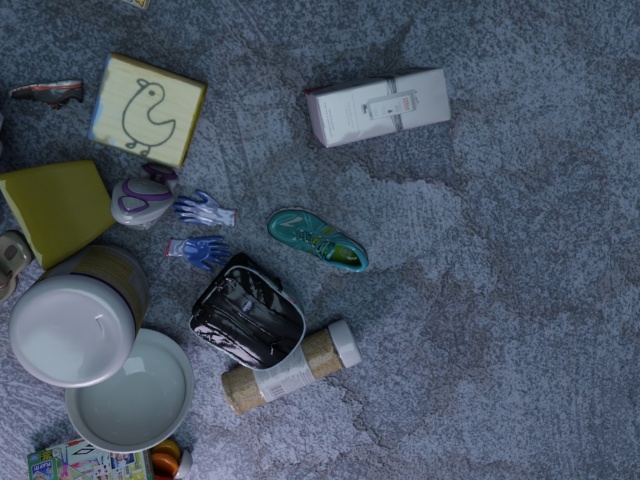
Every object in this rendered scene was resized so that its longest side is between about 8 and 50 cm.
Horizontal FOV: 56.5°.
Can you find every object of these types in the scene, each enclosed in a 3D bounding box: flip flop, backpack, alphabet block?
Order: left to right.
[{"bbox_3d":[-0.734,0.070,1.348,0.112,0.080,0.277,48,129,-12],"label":"flip flop"},{"bbox_3d":[-0.366,-0.282,1.291,0.197,0.193,0.192,17,104,-12],"label":"alphabet block"},{"bbox_3d":[-0.163,0.179,1.447,0.254,0.191,0.225,38,100,-8],"label":"backpack"}]

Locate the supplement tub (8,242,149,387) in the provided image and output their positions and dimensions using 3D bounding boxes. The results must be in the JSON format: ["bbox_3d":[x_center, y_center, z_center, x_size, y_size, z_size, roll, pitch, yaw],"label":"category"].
[{"bbox_3d":[-0.511,0.146,1.316,0.241,0.331,0.240,-2,105,-7],"label":"supplement tub"}]

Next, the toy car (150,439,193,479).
[{"bbox_3d":[-0.431,0.621,1.561,0.159,0.136,0.181,22,101,-14],"label":"toy car"}]

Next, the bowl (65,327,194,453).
[{"bbox_3d":[-0.455,0.376,1.462,0.298,0.134,0.297,3,62,-6],"label":"bowl"}]

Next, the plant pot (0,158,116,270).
[{"bbox_3d":[-0.568,-0.080,1.315,0.187,0.212,0.212,-27,106,-20],"label":"plant pot"}]

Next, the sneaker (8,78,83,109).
[{"bbox_3d":[-0.604,-0.318,1.318,0.158,0.061,0.064,-8,113,-5],"label":"sneaker"}]

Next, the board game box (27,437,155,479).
[{"bbox_3d":[-0.575,0.602,1.500,0.318,0.046,0.213,-19,69,6],"label":"board game box"}]

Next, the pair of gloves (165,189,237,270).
[{"bbox_3d":[-0.290,-0.023,1.462,0.159,0.023,0.198,10,104,-11],"label":"pair of gloves"}]

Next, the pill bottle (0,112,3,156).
[{"bbox_3d":[-0.704,-0.160,1.173,0.124,0.124,0.221,27,110,-14],"label":"pill bottle"}]

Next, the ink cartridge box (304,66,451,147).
[{"bbox_3d":[0.122,-0.307,1.344,0.283,0.207,0.117,-14,108,-5],"label":"ink cartridge box"}]

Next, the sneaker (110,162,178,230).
[{"bbox_3d":[-0.380,-0.068,1.292,0.114,0.305,0.152,22,107,-7],"label":"sneaker"}]

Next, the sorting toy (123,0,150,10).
[{"bbox_3d":[-0.397,-0.556,1.304,0.062,0.012,0.083,20,102,-12],"label":"sorting toy"}]

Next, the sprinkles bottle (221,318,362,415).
[{"bbox_3d":[-0.074,0.326,1.537,0.356,0.121,0.121,-24,107,-1],"label":"sprinkles bottle"}]

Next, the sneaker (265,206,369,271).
[{"bbox_3d":[0.000,0.000,1.463,0.275,0.110,0.107,22,101,-13],"label":"sneaker"}]
